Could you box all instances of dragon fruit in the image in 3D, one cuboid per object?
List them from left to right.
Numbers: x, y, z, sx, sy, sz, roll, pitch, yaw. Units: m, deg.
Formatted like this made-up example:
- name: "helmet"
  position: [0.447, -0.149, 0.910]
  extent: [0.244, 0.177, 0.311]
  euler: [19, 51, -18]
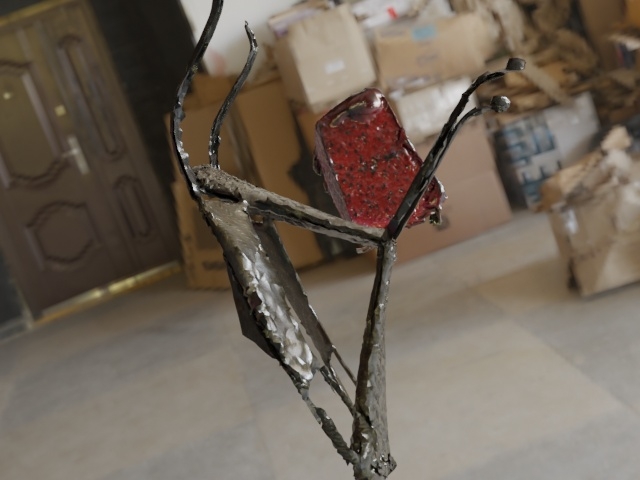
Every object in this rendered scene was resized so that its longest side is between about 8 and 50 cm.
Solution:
- name: "dragon fruit"
  position: [0.046, -0.062, 1.137]
  extent: [0.102, 0.147, 0.096]
  euler: [-22, -6, -14]

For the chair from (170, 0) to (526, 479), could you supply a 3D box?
- name: "chair"
  position: [0.000, 0.000, 0.559]
  extent: [0.149, 0.213, 0.174]
  euler: [13, -2, 4]
